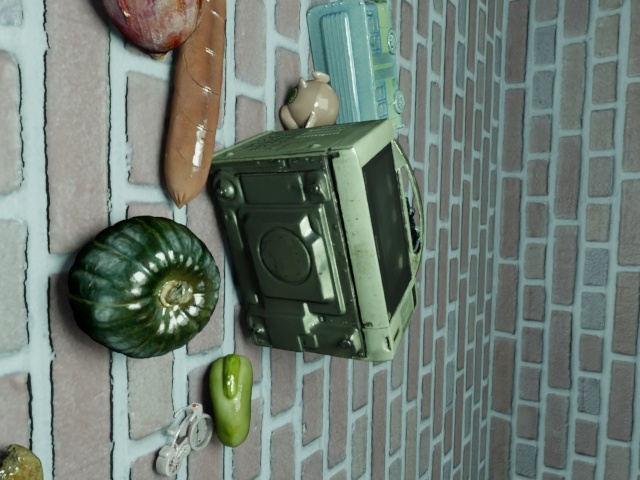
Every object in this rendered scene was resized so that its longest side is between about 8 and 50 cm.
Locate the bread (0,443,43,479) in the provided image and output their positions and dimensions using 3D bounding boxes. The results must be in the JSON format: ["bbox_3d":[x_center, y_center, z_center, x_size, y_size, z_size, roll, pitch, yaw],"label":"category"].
[{"bbox_3d":[-0.404,0.319,0.655,0.113,0.060,0.082,-47,130,-41],"label":"bread"}]

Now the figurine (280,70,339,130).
[{"bbox_3d":[-0.020,-0.288,1.131,0.125,0.125,0.137,15,93,-56],"label":"figurine"}]

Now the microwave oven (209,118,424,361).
[{"bbox_3d":[0.000,0.000,0.986,0.247,0.333,0.394,-40,124,-52],"label":"microwave oven"}]

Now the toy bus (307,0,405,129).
[{"bbox_3d":[0.092,-0.402,1.249,0.190,0.152,0.312,-33,121,-50],"label":"toy bus"}]

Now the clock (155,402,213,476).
[{"bbox_3d":[-0.241,0.349,0.921,0.129,0.041,0.087,-43,131,-52],"label":"clock"}]

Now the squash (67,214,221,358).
[{"bbox_3d":[-0.251,0.068,0.761,0.218,0.172,0.218,-26,137,-26],"label":"squash"}]

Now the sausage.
[{"bbox_3d":[-0.206,-0.266,0.874,0.088,0.088,0.432,8,86,-56],"label":"sausage"}]

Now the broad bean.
[{"bbox_3d":[-0.162,0.295,0.975,0.124,0.082,0.174,-146,-130,-83],"label":"broad bean"}]

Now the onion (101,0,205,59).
[{"bbox_3d":[-0.244,-0.349,0.774,0.159,0.160,0.194,-57,166,-36],"label":"onion"}]

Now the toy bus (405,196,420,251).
[{"bbox_3d":[0.221,-0.041,1.516,0.090,0.106,0.184,-59,143,-29],"label":"toy bus"}]
